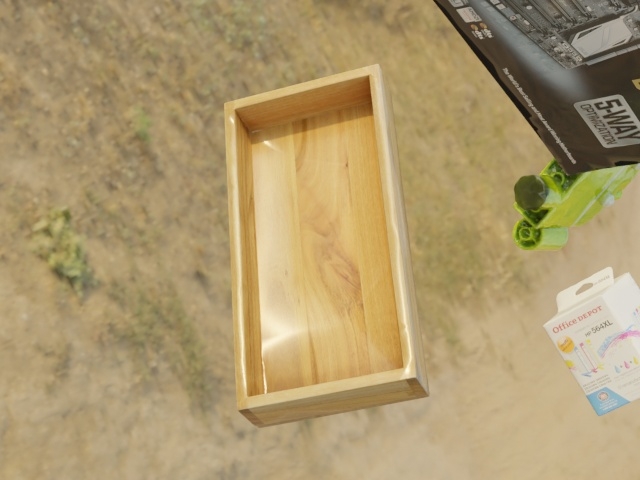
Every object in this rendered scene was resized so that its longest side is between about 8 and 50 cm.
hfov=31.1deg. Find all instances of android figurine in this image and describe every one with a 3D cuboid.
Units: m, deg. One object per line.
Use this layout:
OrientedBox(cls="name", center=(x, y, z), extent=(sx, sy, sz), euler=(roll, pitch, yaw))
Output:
OrientedBox(cls="android figurine", center=(0.336, -0.086, 1.411), extent=(0.056, 0.248, 0.273), euler=(48, 23, 24))

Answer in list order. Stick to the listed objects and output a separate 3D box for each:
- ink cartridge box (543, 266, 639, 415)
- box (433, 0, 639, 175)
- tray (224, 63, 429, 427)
OrientedBox(cls="ink cartridge box", center=(0.337, 0.113, 1.343), extent=(0.090, 0.092, 0.143), euler=(-27, 83, -52))
OrientedBox(cls="box", center=(0.231, -0.174, 0.838), extent=(0.307, 0.243, 0.076), euler=(42, 54, -41))
OrientedBox(cls="tray", center=(0.000, 0.000, 1.349), extent=(0.076, 0.203, 0.410), euler=(55, 26, -58))
